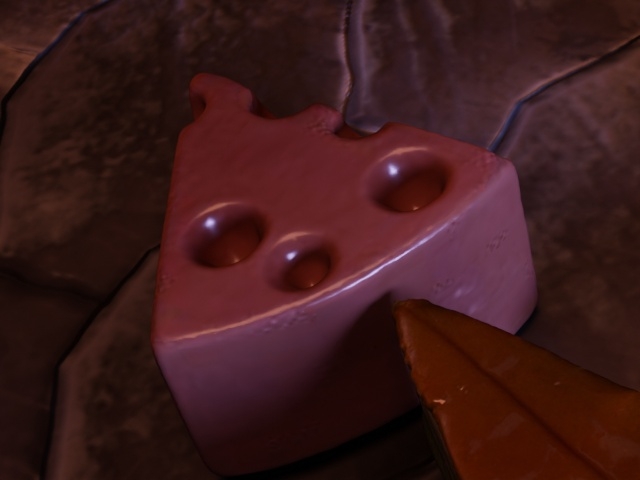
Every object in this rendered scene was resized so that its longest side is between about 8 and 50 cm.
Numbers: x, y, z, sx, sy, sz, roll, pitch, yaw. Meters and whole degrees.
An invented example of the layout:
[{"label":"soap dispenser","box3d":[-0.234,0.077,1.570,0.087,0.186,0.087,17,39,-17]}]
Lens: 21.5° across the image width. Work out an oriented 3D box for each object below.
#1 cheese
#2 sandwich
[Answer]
[{"label":"cheese","box3d":[0.020,0.010,0.876,0.177,0.128,0.203,-6,45,11]},{"label":"sandwich","box3d":[0.129,0.096,0.764,0.144,0.117,0.187,-20,45,-3]}]
